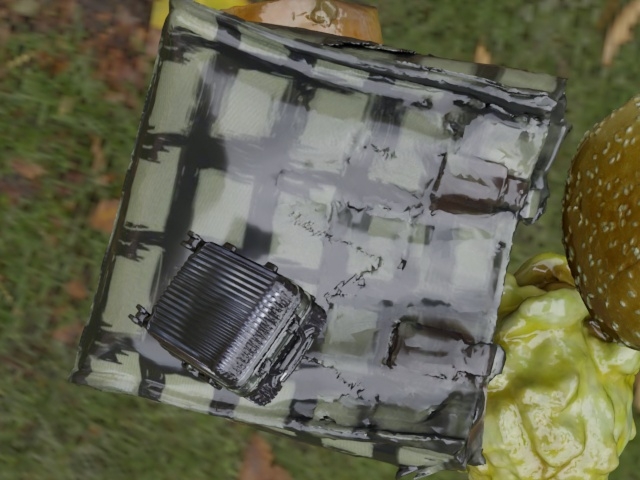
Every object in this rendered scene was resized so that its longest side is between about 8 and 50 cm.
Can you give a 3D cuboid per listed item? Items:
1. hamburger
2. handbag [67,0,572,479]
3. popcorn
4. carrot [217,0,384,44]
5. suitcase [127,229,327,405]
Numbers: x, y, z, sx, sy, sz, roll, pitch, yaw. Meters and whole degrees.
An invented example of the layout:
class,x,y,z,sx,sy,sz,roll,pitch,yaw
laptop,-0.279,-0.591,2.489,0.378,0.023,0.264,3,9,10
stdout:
class,x,y,z,sx,sy,sz,roll,pitch,yaw
hamburger,0.268,0.000,1.464,0.122,0.189,0.215,6,56,-23
handbag,0.000,0.000,1.486,0.162,0.327,0.325,23,80,-75
popcorn,0.203,0.138,1.760,0.256,0.195,0.255,-52,141,-58
carrot,-0.005,-0.067,1.905,0.224,0.224,0.340,-6,87,-37
suitcase,-0.059,0.052,1.253,0.059,0.126,0.086,39,81,-35
